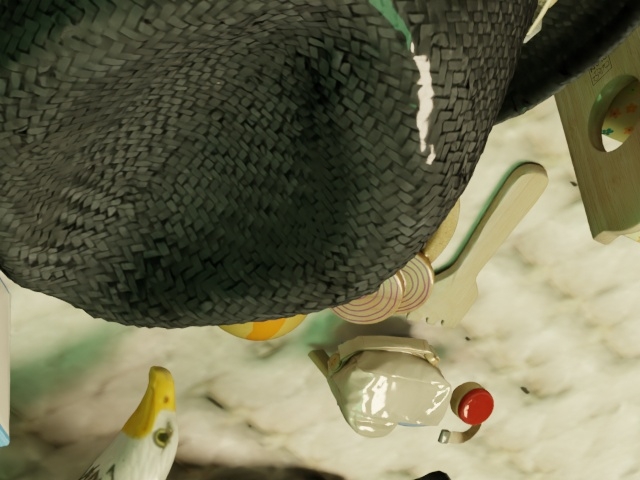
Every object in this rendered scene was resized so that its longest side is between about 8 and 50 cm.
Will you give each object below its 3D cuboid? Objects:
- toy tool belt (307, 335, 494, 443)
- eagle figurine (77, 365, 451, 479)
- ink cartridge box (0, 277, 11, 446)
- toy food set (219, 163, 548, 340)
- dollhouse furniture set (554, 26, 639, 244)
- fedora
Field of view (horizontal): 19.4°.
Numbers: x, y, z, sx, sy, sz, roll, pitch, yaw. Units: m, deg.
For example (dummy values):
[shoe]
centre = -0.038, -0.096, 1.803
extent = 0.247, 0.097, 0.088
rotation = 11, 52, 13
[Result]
[toy tool belt]
centre = 0.039, 0.067, 0.912
extent = 0.083, 0.051, 0.052
rotation = 8, 108, -30
[eagle figurine]
centre = -0.080, 0.170, 0.882
extent = 0.298, 0.226, 0.225
rotation = 19, 123, -24
[ink cartridge box]
centre = -0.216, 0.045, 0.804
extent = 0.143, 0.090, 0.092
rotation = -14, 139, 6
[toy food set]
centre = 0.000, 0.000, 0.825
extent = 0.192, 0.038, 0.132
rotation = 11, 136, -20
[dollhouse furniture set]
centre = 0.220, -0.049, 0.756
extent = 0.182, 0.101, 0.161
rotation = 20, 132, -28
[fedora]
centre = -0.036, -0.071, 0.593
extent = 0.334, 0.152, 0.334
rotation = 8, 149, 5
